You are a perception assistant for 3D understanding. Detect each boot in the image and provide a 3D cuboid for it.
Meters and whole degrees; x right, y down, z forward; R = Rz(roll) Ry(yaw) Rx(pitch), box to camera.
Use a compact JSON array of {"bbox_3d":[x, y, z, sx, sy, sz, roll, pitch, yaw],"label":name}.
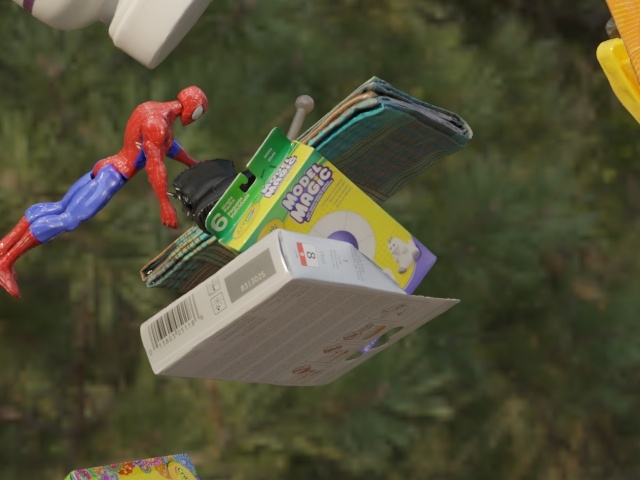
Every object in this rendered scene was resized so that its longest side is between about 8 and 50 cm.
[{"bbox_3d":[-0.081,-0.053,1.767,0.121,0.045,0.099,-28,26,-6],"label":"boot"}]

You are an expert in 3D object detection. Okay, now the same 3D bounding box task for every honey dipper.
[{"bbox_3d":[-0.037,-0.067,1.678,0.030,0.160,0.030,16,-27,9],"label":"honey dipper"}]

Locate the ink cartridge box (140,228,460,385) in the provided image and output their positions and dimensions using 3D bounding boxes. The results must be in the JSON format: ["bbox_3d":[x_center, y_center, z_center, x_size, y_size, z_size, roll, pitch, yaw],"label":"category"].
[{"bbox_3d":[-0.012,0.050,1.292,0.145,0.045,0.179,-35,-26,34],"label":"ink cartridge box"}]

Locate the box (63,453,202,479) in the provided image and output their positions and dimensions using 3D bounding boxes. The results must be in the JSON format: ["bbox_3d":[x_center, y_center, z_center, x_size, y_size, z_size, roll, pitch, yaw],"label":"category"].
[{"bbox_3d":[-0.209,0.433,2.005,0.177,0.290,0.279,-2,-38,-49],"label":"box"}]

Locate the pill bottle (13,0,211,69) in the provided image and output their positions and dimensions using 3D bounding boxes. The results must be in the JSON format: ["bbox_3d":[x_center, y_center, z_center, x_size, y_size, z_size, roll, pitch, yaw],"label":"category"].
[{"bbox_3d":[-0.216,-0.273,1.466,0.301,0.169,0.169,37,-10,-2],"label":"pill bottle"}]

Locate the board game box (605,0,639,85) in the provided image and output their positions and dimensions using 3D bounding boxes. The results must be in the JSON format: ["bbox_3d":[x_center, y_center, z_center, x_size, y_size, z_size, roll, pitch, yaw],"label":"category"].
[{"bbox_3d":[0.518,-0.137,1.690,0.356,0.356,0.356,-32,-60,16],"label":"board game box"}]

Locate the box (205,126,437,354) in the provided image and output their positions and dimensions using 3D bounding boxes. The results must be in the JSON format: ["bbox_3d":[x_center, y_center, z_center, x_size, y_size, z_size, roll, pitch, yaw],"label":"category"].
[{"bbox_3d":[0.000,0.000,1.486,0.179,0.105,0.043,40,-8,-27],"label":"box"}]

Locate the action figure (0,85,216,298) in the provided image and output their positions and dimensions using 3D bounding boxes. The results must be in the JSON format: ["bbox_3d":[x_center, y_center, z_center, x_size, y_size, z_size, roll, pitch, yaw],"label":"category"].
[{"bbox_3d":[-0.200,-0.035,1.915,0.139,0.280,0.091,43,4,-23],"label":"action figure"}]

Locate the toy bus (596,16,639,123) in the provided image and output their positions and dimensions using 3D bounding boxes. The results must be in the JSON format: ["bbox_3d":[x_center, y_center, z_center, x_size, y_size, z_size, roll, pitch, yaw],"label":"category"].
[{"bbox_3d":[0.446,-0.229,2.032,0.220,0.149,0.211,-43,18,-20],"label":"toy bus"}]

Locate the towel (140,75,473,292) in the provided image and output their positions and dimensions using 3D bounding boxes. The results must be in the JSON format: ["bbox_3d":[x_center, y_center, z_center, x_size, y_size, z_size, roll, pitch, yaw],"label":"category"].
[{"bbox_3d":[-0.011,-0.045,2.215,0.370,0.040,0.271,-39,-23,19],"label":"towel"}]
